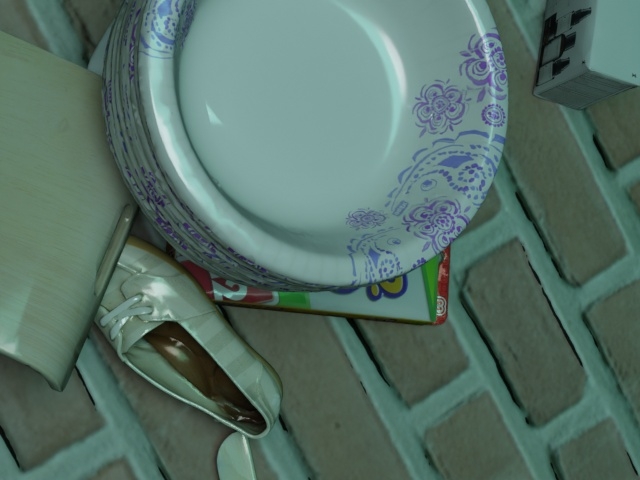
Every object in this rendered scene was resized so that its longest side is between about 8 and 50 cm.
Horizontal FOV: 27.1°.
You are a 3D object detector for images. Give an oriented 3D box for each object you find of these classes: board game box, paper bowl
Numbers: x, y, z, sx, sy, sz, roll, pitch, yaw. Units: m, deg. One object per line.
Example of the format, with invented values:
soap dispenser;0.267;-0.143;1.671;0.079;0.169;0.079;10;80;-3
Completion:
board game box;0.000;0.000;1.114;0.259;0.039;0.124;7;80;-25
paper bowl;-0.019;-0.103;0.957;0.284;0.148;0.284;2;85;-28

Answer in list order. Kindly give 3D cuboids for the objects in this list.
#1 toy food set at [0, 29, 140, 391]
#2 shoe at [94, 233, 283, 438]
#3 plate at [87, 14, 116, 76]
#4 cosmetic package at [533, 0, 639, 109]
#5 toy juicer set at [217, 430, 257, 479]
toy food set;-0.285;-0.048;0.955;0.306;0.092;0.219;24;67;-9
shoe;-0.112;0.074;1.023;0.219;0.058;0.076;42;113;-15
plate;-0.009;-0.169;1.079;0.278;0.045;0.277;34;71;-21
cosmetic package;0.258;-0.249;1.224;0.060;0.099;0.239;15;76;-21
toy juicer set;-0.125;0.314;0.983;0.329;0.089;0.209;-33;96;-24
